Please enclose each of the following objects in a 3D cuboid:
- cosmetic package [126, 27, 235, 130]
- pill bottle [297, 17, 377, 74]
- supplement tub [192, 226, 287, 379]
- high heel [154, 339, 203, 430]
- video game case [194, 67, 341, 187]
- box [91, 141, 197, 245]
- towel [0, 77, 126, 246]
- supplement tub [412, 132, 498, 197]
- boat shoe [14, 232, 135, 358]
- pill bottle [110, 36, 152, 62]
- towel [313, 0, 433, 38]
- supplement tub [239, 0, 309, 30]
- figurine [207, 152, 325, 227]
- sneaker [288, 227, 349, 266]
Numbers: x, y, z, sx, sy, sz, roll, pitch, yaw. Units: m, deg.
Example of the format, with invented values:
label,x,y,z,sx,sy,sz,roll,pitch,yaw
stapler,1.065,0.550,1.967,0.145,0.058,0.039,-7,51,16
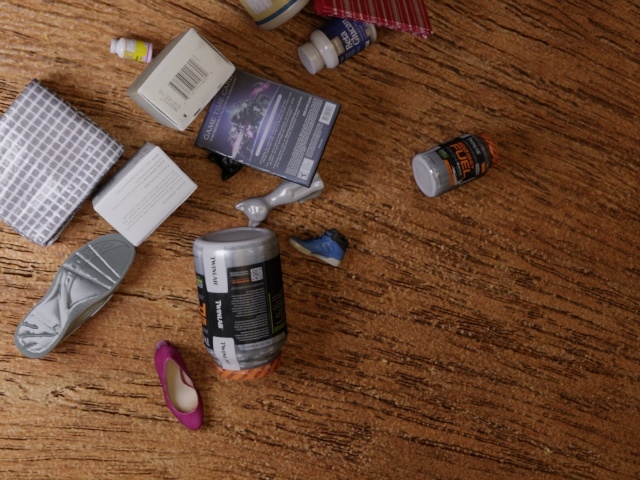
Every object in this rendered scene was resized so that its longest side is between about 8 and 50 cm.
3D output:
label,x,y,z,sx,sy,sz,roll,pitch,yaw
cosmetic package,-0.286,-0.315,1.426,0.113,0.309,0.160,41,85,-22
pill bottle,0.036,-0.449,1.624,0.169,0.094,0.094,-35,110,-10
supplement tub,-0.176,0.139,1.616,0.194,0.193,0.316,-9,103,-17
high heel,-0.319,0.348,1.649,0.082,0.117,0.244,-17,106,-15
video game case,-0.116,-0.251,1.569,0.274,0.026,0.196,21,86,9
box,-0.374,-0.102,1.505,0.182,0.181,0.119,-46,112,-6
towel,-0.572,-0.150,1.460,0.235,0.121,0.283,38,87,-21
supplement tub,0.333,-0.191,1.767,0.190,0.117,0.117,-24,108,-13
boat shoe,-0.525,0.117,1.552,0.118,0.103,0.320,38,81,-3
pill bottle,-0.398,-0.403,1.511,0.083,0.043,0.043,7,98,-20
towel,0.109,-0.547,1.606,0.275,0.031,0.198,6,54,-20
supplement tub,-0.125,-0.562,1.509,0.144,0.144,0.199,-43,117,-7
figurine,-0.121,-0.152,1.643,0.209,0.092,0.214,-28,109,-3
sneaker,0.000,0.000,1.720,0.152,0.058,0.084,24,98,-26
